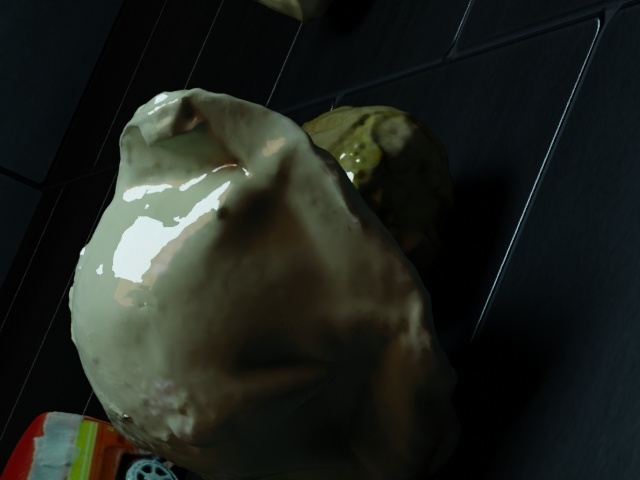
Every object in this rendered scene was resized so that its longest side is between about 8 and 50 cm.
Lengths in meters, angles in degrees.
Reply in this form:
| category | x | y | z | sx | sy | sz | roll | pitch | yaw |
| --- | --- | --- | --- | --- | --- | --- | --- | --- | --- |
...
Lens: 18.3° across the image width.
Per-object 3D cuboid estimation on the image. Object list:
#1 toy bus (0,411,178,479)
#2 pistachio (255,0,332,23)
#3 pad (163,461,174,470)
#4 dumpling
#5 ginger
| category | x | y | z | sx | sy | sz | roll | pitch | yaw |
| --- | --- | --- | --- | --- | --- | --- | --- | --- | --- |
| toy bus | -0.181 | 0.239 | 1.342 | 0.121 | 0.120 | 0.265 | -56 | 15 | 38 |
| pistachio | -0.020 | -0.249 | 1.557 | 0.157 | 0.157 | 0.229 | -64 | 1 | 8 |
| pad | -0.123 | 0.139 | 1.545 | 0.235 | 0.003 | 0.158 | -49 | 21 | 50 |
| dumpling | -0.020 | 0.045 | 0.925 | 0.193 | 0.258 | 0.147 | 15 | 39 | 40 |
| ginger | 0.000 | 0.000 | 1.105 | 0.109 | 0.116 | 0.263 | -37 | -6 | -27 |
